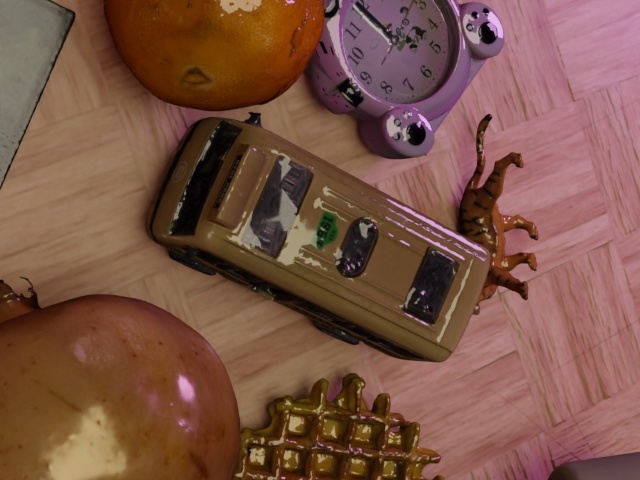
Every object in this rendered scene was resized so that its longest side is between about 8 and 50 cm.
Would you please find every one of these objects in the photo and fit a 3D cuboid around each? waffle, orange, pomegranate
[{"bbox_3d":[-0.004,0.304,1.483,0.293,0.069,0.260,-44,106,-14],"label":"waffle"},{"bbox_3d":[-0.113,-0.256,1.320,0.240,0.240,0.240,-1,92,-24],"label":"orange"},{"bbox_3d":[-0.255,0.189,1.243,0.338,0.338,0.338,-1,92,-24],"label":"pomegranate"}]

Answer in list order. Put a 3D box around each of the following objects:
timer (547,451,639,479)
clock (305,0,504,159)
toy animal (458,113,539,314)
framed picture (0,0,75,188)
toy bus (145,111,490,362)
[{"bbox_3d":[0.268,0.404,1.528,0.315,0.291,0.291,2,91,-3],"label":"timer"},{"bbox_3d":[0.077,-0.245,1.490,0.248,0.090,0.227,40,76,-19],"label":"clock"},{"bbox_3d":[0.211,-0.030,1.564,0.116,0.114,0.255,-2,87,18],"label":"toy animal"},{"bbox_3d":[-0.460,-0.200,1.286,0.347,0.016,0.265,26,80,-23],"label":"framed picture"},{"bbox_3d":[0.000,0.000,1.400,0.365,0.202,0.177,26,82,-22],"label":"toy bus"}]
